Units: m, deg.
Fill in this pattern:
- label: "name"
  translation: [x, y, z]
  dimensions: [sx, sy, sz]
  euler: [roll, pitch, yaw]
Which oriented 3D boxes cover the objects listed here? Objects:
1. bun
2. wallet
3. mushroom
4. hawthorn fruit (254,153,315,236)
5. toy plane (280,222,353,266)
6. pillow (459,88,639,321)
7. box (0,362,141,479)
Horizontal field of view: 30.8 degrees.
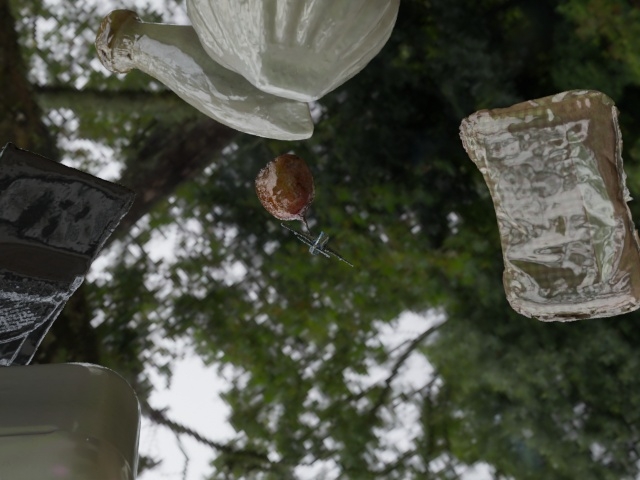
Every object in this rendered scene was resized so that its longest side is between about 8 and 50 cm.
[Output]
- label: "bun"
  translation: [-0.036, -0.245, 1.364]
  dimensions: [0.263, 0.263, 0.175]
  euler: [30, -123, -46]
- label: "wallet"
  translation: [-0.405, 0.037, 1.529]
  dimensions: [0.041, 0.323, 0.247]
  euler: [38, -171, 33]
- label: "mushroom"
  translation: [-0.160, -0.240, 1.666]
  dimensions: [0.350, 0.128, 0.128]
  euler: [21, -163, 12]
- label: "hawthorn fruit"
  translation: [-0.027, -0.042, 1.251]
  dimensions: [0.103, 0.067, 0.067]
  euler: [55, -160, -2]
- label: "toy plane"
  translation: [-0.001, 0.002, 1.089]
  dimensions: [0.078, 0.024, 0.084]
  euler: [31, -179, 3]
- label: "pillow"
  translation: [0.207, -0.024, 0.999]
  dimensions: [0.034, 0.135, 0.211]
  euler: [-57, -47, -59]
- label: "box"
  translation: [-0.342, 0.239, 1.253]
  dimensions: [0.349, 0.289, 0.141]
  euler: [-114, 23, -75]
